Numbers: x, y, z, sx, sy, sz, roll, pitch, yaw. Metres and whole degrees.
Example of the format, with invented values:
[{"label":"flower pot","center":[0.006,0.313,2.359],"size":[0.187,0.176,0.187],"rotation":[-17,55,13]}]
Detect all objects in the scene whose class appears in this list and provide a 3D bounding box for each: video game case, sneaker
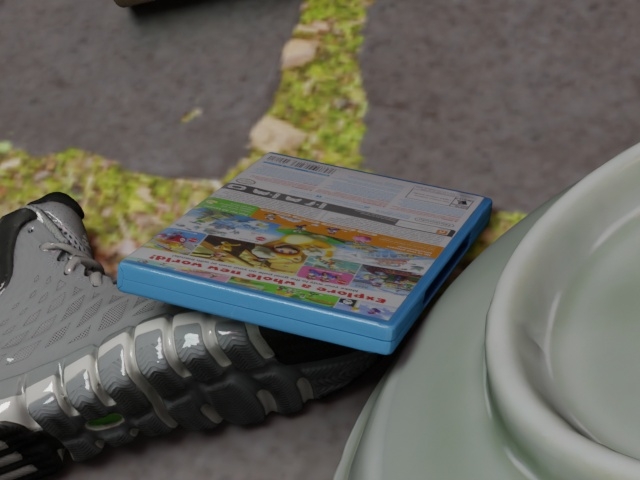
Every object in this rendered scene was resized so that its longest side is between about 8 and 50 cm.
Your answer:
[{"label":"video game case","center":[0.000,0.000,0.638],"size":[0.119,0.015,0.166],"rotation":[13,23,16]},{"label":"sneaker","center":[-0.087,0.023,0.660],"size":[0.228,0.086,0.132],"rotation":[-16,57,2]}]

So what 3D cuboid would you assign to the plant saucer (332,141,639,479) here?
[{"label":"plant saucer","center":[0.171,0.042,0.495],"size":[0.400,0.101,0.400],"rotation":[-19,30,12]}]

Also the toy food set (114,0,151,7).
[{"label":"toy food set","center":[-0.030,-0.277,0.817],"size":[0.219,0.092,0.306],"rotation":[-13,60,3]}]
